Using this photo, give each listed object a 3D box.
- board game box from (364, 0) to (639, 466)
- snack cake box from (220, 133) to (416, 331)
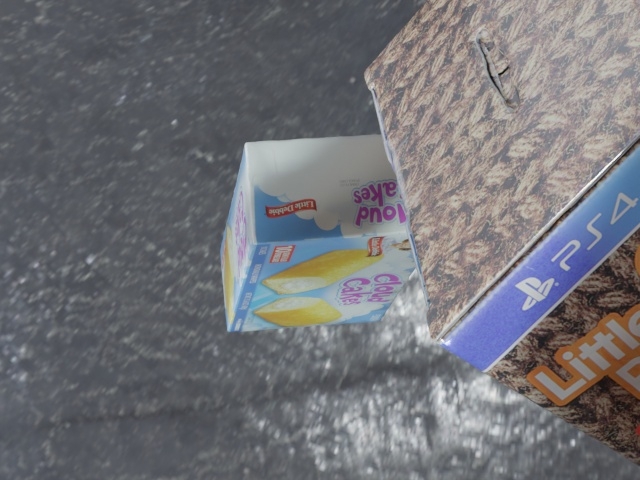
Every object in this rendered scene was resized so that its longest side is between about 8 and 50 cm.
[{"bbox_3d":[0.186,-0.002,0.609,0.291,0.232,0.141,32,115,-24],"label":"board game box"},{"bbox_3d":[0.000,0.000,1.118,0.152,0.264,0.089,-3,71,-9],"label":"snack cake box"}]
